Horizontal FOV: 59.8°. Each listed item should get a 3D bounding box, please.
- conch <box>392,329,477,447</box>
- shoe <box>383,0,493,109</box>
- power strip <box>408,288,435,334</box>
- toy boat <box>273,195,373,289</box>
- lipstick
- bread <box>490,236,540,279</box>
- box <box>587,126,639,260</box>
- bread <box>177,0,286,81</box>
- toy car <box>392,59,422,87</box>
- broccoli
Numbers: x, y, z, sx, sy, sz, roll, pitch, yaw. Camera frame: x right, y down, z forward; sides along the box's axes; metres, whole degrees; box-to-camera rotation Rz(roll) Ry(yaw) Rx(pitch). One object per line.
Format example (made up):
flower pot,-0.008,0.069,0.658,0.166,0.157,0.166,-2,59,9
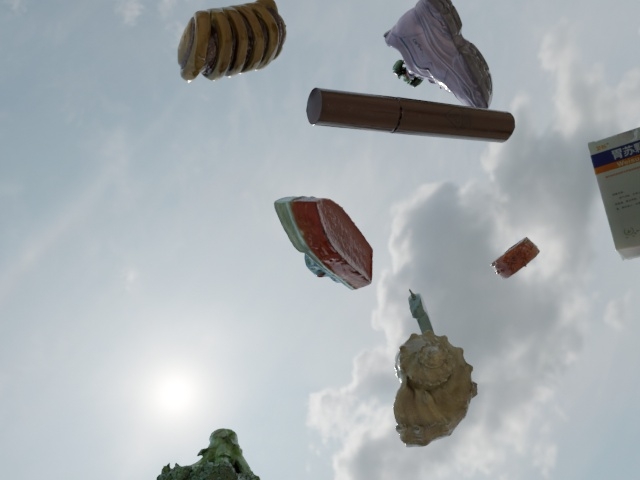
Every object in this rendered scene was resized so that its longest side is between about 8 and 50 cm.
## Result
conch,0.264,0.377,1.328,0.263,0.186,0.324,-52,-42,-35
shoe,0.225,-0.333,1.052,0.245,0.138,0.095,54,-132,-16
power strip,0.323,0.235,1.805,0.137,0.044,0.216,-97,-17,-45
toy boat,0.000,0.000,1.269,0.332,0.133,0.145,46,-139,-49
lipstick,0.150,-0.188,0.855,0.357,0.057,0.057,0,-86,-25
bread,0.629,0.059,1.801,0.160,0.160,0.073,-29,-102,-37
box,0.793,-0.122,1.347,0.106,0.200,0.299,23,-124,-51
bread,-0.152,-0.355,1.003,0.225,0.081,0.134,-27,-26,-36
toy car,0.215,-0.384,1.170,0.073,0.143,0.054,31,-133,-14
broccoli,-0.250,0.575,1.301,0.270,0.270,0.270,49,-152,-34
